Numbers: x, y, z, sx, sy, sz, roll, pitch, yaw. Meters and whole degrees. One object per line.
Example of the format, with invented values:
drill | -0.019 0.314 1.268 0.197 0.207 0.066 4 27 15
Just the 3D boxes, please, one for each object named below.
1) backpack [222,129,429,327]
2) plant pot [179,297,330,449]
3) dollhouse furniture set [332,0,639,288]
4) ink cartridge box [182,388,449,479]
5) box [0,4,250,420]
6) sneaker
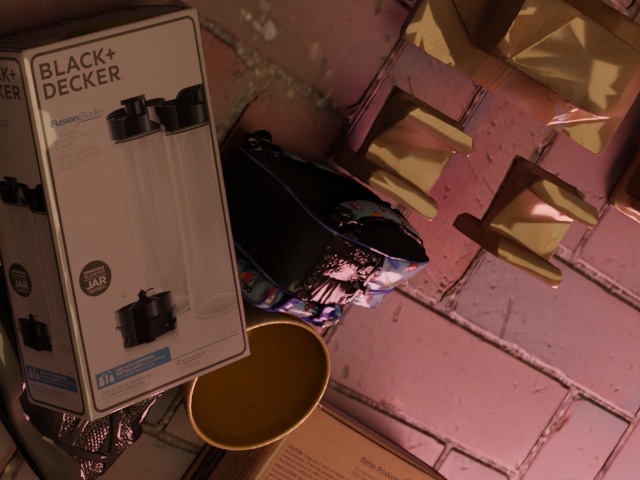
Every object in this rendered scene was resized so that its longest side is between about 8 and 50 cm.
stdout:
backpack | 0.000 0.000 1.532 0.173 0.158 0.117 17 111 -50
plant pot | -0.072 0.101 1.557 0.134 0.095 0.134 -16 127 -22
dollhouse furniture set | 0.252 -0.143 1.629 0.394 0.256 0.362 29 94 -18
ink cartridge box | -0.013 0.253 1.682 0.235 0.088 0.193 36 89 -39
box | -0.163 -0.026 1.386 0.169 0.087 0.290 -19 108 -38
sneaker | -0.213 0.106 1.480 0.130 0.087 0.227 -37 130 -16
